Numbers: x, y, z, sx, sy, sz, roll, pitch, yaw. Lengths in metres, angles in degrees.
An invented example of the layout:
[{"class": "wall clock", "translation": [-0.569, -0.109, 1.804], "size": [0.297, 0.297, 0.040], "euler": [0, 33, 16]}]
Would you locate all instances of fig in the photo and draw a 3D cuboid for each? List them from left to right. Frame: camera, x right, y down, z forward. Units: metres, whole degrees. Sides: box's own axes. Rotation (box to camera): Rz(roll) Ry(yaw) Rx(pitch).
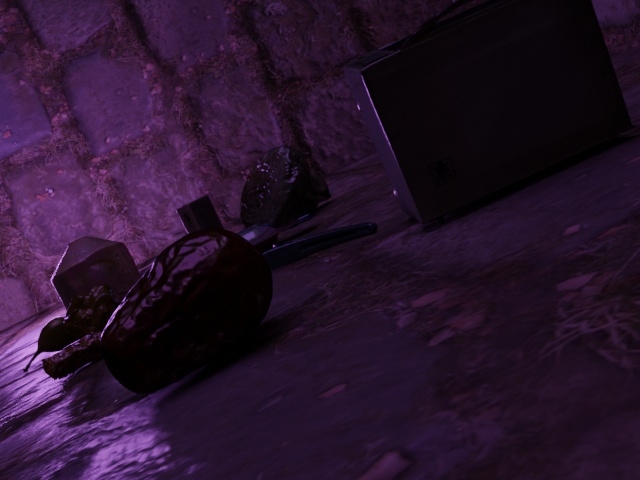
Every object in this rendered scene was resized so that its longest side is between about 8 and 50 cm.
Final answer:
[{"class": "fig", "translation": [-0.695, 0.253, 1.677], "size": [0.093, 0.093, 0.166], "euler": [-17, 9, 44]}]

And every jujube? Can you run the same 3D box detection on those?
[{"class": "jujube", "translation": [-0.188, 0.096, 0.929], "size": [0.255, 0.190, 0.190], "euler": [-39, 14, -32]}]

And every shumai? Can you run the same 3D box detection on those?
[{"class": "shumai", "translation": [-0.094, -0.138, 2.214], "size": [0.263, 0.304, 0.309], "euler": [13, -22, -40]}]

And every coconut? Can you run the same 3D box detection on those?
[{"class": "coconut", "translation": [-0.606, 0.105, 1.803], "size": [0.233, 0.245, 0.233], "euler": [-24, 9, 4]}]

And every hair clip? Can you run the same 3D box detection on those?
[{"class": "hair clip", "translation": [0.000, 0.000, 1.400], "size": [0.275, 0.048, 0.083], "euler": [-20, 6, 26]}]

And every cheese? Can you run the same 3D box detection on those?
[{"class": "cheese", "translation": [-0.153, -0.012, 1.815], "size": [0.286, 0.074, 0.189], "euler": [-23, 10, 3]}]

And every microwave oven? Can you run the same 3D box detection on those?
[{"class": "microwave oven", "translation": [0.282, -0.258, 1.189], "size": [0.394, 0.333, 0.247], "euler": [-24, 12, 0]}]

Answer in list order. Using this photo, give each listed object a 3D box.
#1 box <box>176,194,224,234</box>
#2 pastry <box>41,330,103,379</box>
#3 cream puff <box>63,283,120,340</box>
[{"class": "box", "translation": [-0.384, -0.041, 2.210], "size": [0.051, 0.205, 0.365], "euler": [-24, 8, 3]}, {"class": "pastry", "translation": [-0.494, 0.232, 1.349], "size": [0.140, 0.056, 0.080], "euler": [-28, 20, -35]}, {"class": "cream puff", "translation": [-0.568, 0.183, 1.633], "size": [0.156, 0.121, 0.156], "euler": [-25, 8, 4]}]
